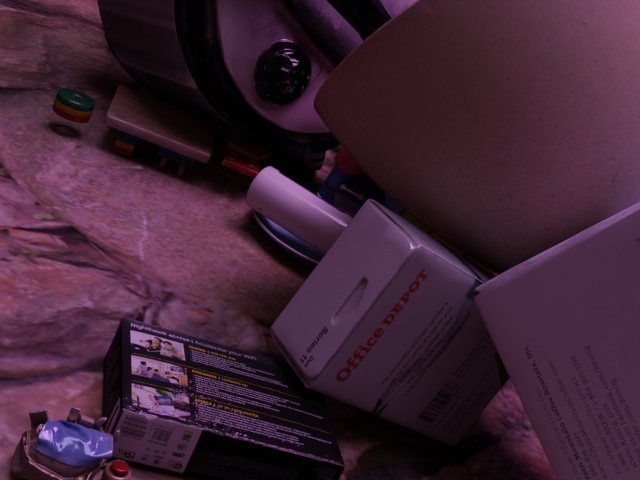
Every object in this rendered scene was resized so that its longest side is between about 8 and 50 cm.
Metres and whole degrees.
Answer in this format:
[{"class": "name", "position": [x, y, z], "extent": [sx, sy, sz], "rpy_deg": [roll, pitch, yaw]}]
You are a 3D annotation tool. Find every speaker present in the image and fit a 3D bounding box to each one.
[{"class": "speaker", "position": [-0.017, -0.029, 1.165], "extent": [0.136, 0.055, 0.055], "rpy_deg": [33, 22, 18]}]

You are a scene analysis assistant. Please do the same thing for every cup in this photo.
[{"class": "cup", "position": [0.192, -0.104, 0.945], "extent": [0.331, 0.331, 0.237], "rpy_deg": [-17, 77, -60]}]

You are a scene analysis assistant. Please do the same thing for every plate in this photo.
[{"class": "plate", "position": [0.000, 0.000, 1.226], "extent": [0.188, 0.024, 0.188], "rpy_deg": [23, 22, -10]}]

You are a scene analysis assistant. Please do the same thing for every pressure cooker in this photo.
[{"class": "pressure cooker", "position": [-0.057, -0.313, 1.327], "extent": [0.369, 0.376, 0.420], "rpy_deg": [-8, 21, -33]}]

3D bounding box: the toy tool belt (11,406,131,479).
[{"class": "toy tool belt", "position": [-0.161, 0.140, 0.683], "extent": [0.083, 0.051, 0.052], "rpy_deg": [17, 23, -22]}]

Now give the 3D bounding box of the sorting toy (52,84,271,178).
[{"class": "sorting toy", "position": [-0.196, -0.130, 1.276], "extent": [0.274, 0.046, 0.132], "rpy_deg": [20, 22, -13]}]

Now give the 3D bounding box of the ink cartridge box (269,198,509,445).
[{"class": "ink cartridge box", "position": [0.081, 0.077, 0.895], "extent": [0.208, 0.153, 0.087], "rpy_deg": [30, 12, -42]}]

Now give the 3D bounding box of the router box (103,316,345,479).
[{"class": "router box", "position": [-0.079, 0.133, 0.799], "extent": [0.178, 0.046, 0.133], "rpy_deg": [19, 21, -19]}]

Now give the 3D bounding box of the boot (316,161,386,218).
[{"class": "boot", "position": [0.088, -0.050, 1.293], "extent": [0.190, 0.086, 0.069], "rpy_deg": [16, 22, -32]}]

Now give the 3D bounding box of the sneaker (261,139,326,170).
[{"class": "sneaker", "position": [-0.031, -0.175, 1.526], "extent": [0.098, 0.083, 0.224], "rpy_deg": [15, 20, -2]}]

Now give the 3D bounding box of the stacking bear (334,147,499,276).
[{"class": "stacking bear", "position": [0.162, -0.003, 1.159], "extent": [0.175, 0.164, 0.289], "rpy_deg": [-10, 74, -37]}]

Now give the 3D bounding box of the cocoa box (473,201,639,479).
[{"class": "cocoa box", "position": [0.327, 0.140, 0.807], "extent": [0.228, 0.231, 0.347], "rpy_deg": [-4, 66, -53]}]
